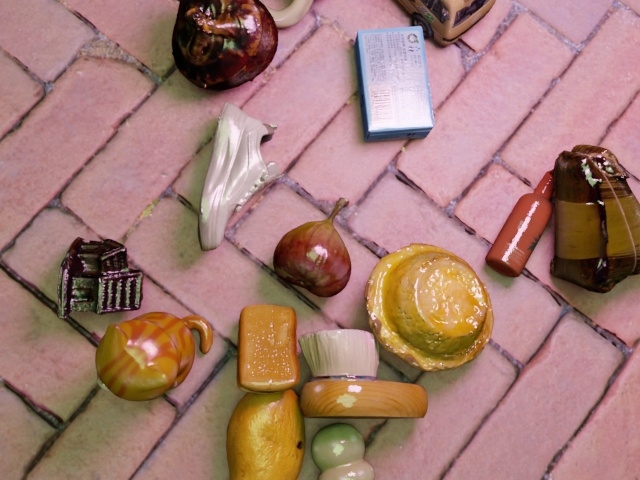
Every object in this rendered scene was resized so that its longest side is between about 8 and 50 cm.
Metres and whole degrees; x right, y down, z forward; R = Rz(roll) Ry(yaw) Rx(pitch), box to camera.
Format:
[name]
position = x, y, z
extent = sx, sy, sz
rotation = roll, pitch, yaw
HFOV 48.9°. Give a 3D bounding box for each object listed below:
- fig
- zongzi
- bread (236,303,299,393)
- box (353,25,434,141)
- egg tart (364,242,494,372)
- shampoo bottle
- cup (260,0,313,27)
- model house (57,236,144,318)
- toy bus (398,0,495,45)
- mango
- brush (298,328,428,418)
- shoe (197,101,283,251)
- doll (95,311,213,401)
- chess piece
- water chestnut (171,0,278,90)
[fig]
position = -0.005, 0.016, 1.445
extent = 0.160, 0.230, 0.143
rotation = 19, 123, 1
[zongzi]
position = 0.635, -0.065, 1.456
extent = 0.318, 0.154, 0.289
rotation = -11, 109, -17
[bread]
position = -0.104, 0.215, 1.374
extent = 0.116, 0.077, 0.200
rotation = 4, 45, -9
[box]
position = 0.156, -0.336, 1.519
extent = 0.143, 0.083, 0.232
rotation = -5, 80, -4
[egg tart]
position = 0.227, 0.123, 1.395
extent = 0.288, 0.118, 0.288
rotation = 7, 69, -17
[shampoo bottle]
position = 0.437, -0.041, 1.487
extent = 0.085, 0.085, 0.244
rotation = 31, 81, 2
[cup]
position = -0.061, -0.606, 1.525
extent = 0.202, 0.255, 0.173
rotation = 31, 41, 11
[model house]
position = -0.430, 0.074, 1.402
extent = 0.152, 0.106, 0.165
rotation = 1, 85, -2
[toy bus]
position = 0.215, -0.610, 1.508
extent = 0.177, 0.202, 0.365
rotation = -42, 86, -10
[mango]
position = -0.111, 0.406, 1.370
extent = 0.157, 0.109, 0.262
rotation = 16, 81, -13
[brush]
position = 0.088, 0.267, 1.383
extent = 0.267, 0.174, 0.166
rotation = 8, 71, -19
[shoe]
position = -0.158, -0.124, 1.449
extent = 0.159, 0.124, 0.316
rotation = 9, 80, -9
[doll]
position = -0.324, 0.216, 1.322
extent = 0.167, 0.269, 0.162
rotation = 35, 98, 1
[chess piece]
position = 0.056, 0.480, 1.362
extent = 0.145, 0.144, 0.251
rotation = -14, 76, -6
[water chestnut]
position = -0.208, -0.421, 1.438
extent = 0.224, 0.238, 0.223
rotation = 5, 100, 26
